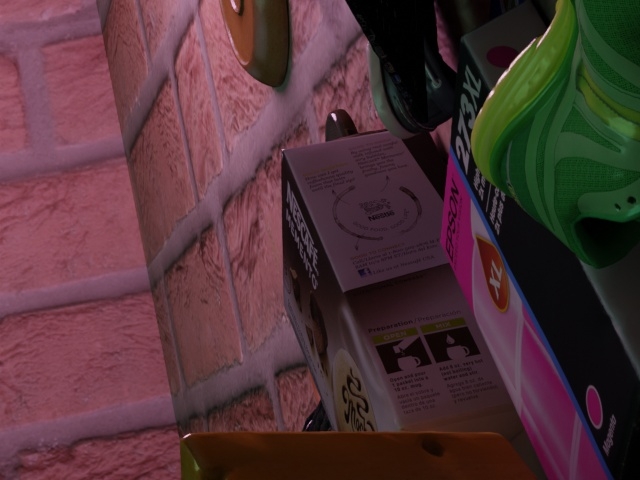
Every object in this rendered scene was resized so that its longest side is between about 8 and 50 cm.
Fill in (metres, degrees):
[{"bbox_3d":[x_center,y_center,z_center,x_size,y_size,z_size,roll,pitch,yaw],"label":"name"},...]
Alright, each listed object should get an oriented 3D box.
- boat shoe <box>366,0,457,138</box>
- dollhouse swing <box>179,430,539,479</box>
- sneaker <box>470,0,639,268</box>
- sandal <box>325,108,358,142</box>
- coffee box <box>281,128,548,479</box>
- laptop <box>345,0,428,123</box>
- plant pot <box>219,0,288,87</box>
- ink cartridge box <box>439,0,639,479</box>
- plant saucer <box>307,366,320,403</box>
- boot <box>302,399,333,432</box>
[{"bbox_3d":[0.067,-0.177,1.330,0.065,0.075,0.206,-16,75,35],"label":"boat shoe"},{"bbox_3d":[0.053,0.328,1.007,0.347,0.315,0.305,56,130,42],"label":"dollhouse swing"},{"bbox_3d":[0.163,-0.081,0.876,0.123,0.109,0.295,52,158,14],"label":"sneaker"},{"bbox_3d":[0.000,0.000,1.565,0.090,0.060,0.219,-128,43,-58],"label":"sandal"},{"bbox_3d":[0.065,0.074,1.350,0.297,0.118,0.168,-113,17,-45],"label":"coffee box"},{"bbox_3d":[0.081,-0.242,1.159,0.264,0.136,0.234,52,-147,-59],"label":"laptop"},{"bbox_3d":[-0.078,-0.272,1.930,0.236,0.032,0.236,170,90,-79],"label":"plant pot"},{"bbox_3d":[0.136,0.002,1.117,0.176,0.069,0.371,92,165,-44],"label":"ink cartridge box"},{"bbox_3d":[0.031,0.069,1.636,0.200,0.037,0.200,178,90,-72],"label":"plant saucer"},{"bbox_3d":[0.065,0.283,1.506,0.348,0.131,0.260,59,145,14],"label":"boot"}]
